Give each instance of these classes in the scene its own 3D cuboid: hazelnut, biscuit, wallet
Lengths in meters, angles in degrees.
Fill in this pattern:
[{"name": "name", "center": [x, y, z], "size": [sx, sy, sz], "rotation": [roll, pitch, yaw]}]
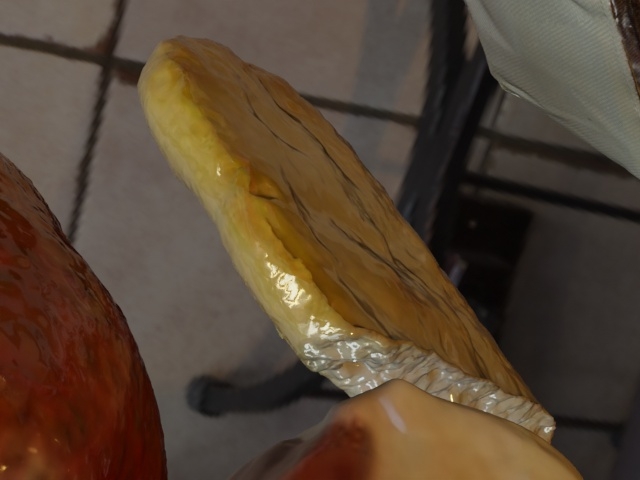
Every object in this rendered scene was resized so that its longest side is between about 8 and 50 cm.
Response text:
[{"name": "hazelnut", "center": [0.037, 0.194, 0.908], "size": [0.261, 0.261, 0.241], "rotation": [-6, 94, -32]}, {"name": "biscuit", "center": [-0.001, 0.001, 1.404], "size": [0.104, 0.446, 0.429], "rotation": [-42, 157, 13]}, {"name": "wallet", "center": [0.224, -0.175, 1.434], "size": [0.068, 0.275, 0.335], "rotation": [-47, 142, -11]}]

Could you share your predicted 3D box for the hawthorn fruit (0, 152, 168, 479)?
[{"name": "hawthorn fruit", "center": [-0.187, 0.118, 0.692], "size": [0.285, 0.285, 0.369], "rotation": [-40, 134, -15]}]
